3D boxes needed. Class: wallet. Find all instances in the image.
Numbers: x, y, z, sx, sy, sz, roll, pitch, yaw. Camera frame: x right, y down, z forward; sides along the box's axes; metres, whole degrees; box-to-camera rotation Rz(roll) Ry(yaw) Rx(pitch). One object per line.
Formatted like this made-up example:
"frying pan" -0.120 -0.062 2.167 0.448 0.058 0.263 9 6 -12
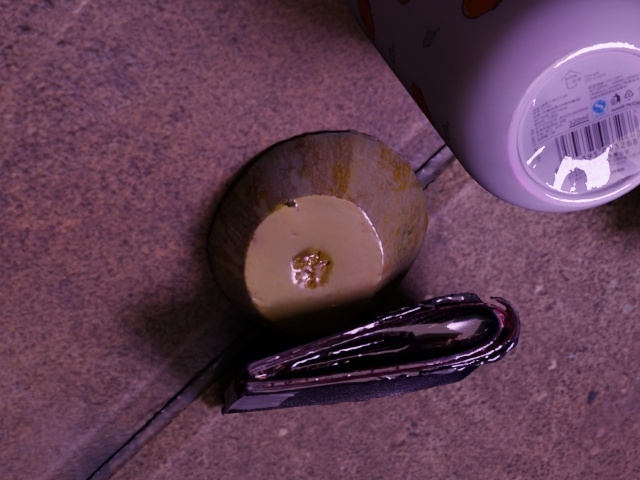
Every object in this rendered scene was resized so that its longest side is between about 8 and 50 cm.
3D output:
"wallet" 0.040 0.114 1.856 0.262 0.221 0.071 -12 83 -10

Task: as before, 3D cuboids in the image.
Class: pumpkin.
"pumpkin" 0.006 0.014 1.827 0.217 0.110 0.217 -6 123 -9

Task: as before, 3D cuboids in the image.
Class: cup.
"cup" 0.165 -0.168 1.624 0.212 0.317 0.212 -10 126 -14
